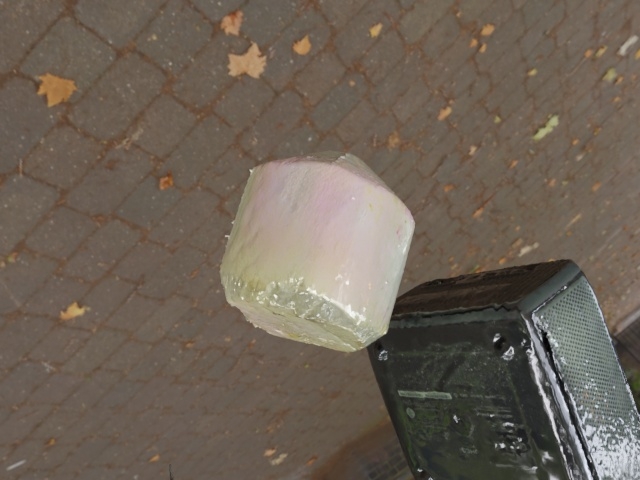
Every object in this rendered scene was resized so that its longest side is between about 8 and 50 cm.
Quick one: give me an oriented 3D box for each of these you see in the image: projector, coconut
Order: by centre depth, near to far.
[{"bbox_3d":[0.000,0.000,0.965,0.297,0.297,0.310,68,36,-63],"label":"coconut"},{"bbox_3d":[0.314,0.270,1.075,0.242,0.406,0.395,-24,-175,-37],"label":"projector"}]

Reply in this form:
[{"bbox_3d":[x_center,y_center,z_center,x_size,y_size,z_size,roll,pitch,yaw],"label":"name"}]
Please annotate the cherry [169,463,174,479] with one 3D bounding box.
[{"bbox_3d":[-0.178,0.405,0.649,0.221,0.308,0.261,-31,133,24],"label":"cherry"}]
